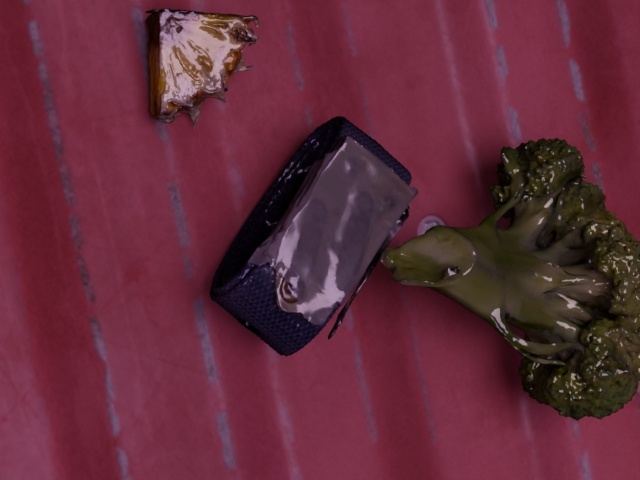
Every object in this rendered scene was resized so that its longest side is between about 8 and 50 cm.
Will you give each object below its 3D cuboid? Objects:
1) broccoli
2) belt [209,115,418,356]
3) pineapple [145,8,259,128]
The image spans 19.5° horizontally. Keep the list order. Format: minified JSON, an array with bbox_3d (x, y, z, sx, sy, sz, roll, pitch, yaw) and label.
[{"bbox_3d":[0.239,0.016,1.877,0.302,0.186,0.254,49,50,-38],"label":"broccoli"},{"bbox_3d":[0.000,0.000,1.814,0.126,0.139,0.230,40,68,-17],"label":"belt"},{"bbox_3d":[-0.128,-0.181,1.807,0.116,0.069,0.137,44,71,-17],"label":"pineapple"}]
